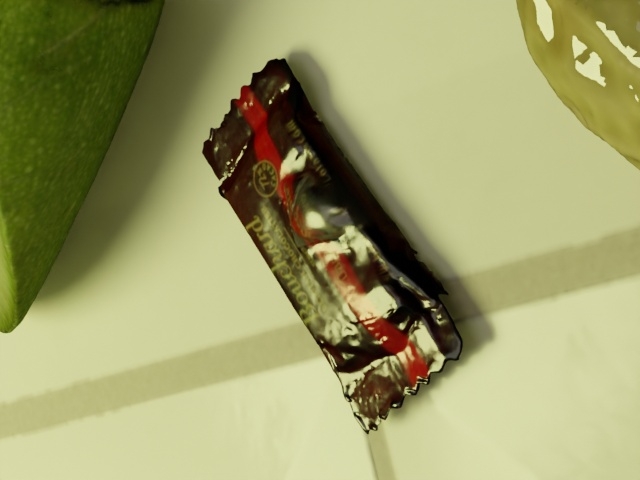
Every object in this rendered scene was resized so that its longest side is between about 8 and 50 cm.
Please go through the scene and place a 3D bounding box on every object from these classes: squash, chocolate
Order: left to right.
[{"bbox_3d":[-0.202,-0.067,0.835,0.189,0.189,0.260,46,118,27],"label":"squash"},{"bbox_3d":[0.000,0.000,0.776,0.086,0.028,0.182,-45,68,37],"label":"chocolate"}]

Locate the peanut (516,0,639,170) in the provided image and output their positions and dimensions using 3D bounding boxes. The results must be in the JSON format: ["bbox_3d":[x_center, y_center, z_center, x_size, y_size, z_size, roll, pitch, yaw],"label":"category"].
[{"bbox_3d":[0.184,-0.049,0.534,0.291,0.159,0.143,42,94,29],"label":"peanut"}]
